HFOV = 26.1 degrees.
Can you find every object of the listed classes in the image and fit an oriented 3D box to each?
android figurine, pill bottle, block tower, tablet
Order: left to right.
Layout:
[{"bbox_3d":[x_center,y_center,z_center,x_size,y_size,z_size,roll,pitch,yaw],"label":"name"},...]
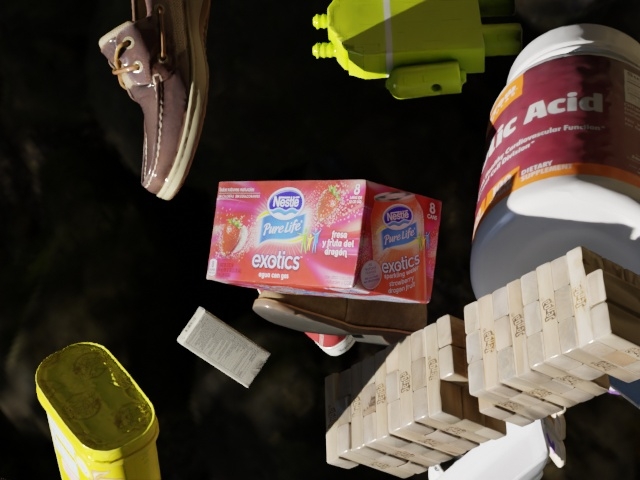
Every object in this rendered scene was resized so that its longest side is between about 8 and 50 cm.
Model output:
[{"bbox_3d":[0.124,-0.281,1.817,0.056,0.272,0.248,82,-176,-47],"label":"android figurine"},{"bbox_3d":[0.147,0.116,1.219,0.097,0.091,0.335,25,141,-35],"label":"block tower"},{"bbox_3d":[0.290,-0.072,1.536,0.224,0.392,0.224,5,126,7],"label":"pill bottle"},{"bbox_3d":[0.336,0.147,1.522,0.083,0.054,0.006,37,144,19],"label":"tablet"}]

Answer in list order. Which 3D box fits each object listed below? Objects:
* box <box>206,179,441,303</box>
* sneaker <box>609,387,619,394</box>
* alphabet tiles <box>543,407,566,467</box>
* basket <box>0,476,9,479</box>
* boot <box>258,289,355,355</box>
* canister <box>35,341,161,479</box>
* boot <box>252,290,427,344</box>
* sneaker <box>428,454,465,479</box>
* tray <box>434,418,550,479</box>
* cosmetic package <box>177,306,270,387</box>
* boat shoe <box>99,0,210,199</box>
[{"bbox_3d":[0.000,0.000,1.581,0.257,0.128,0.123,2,82,47],"label":"box"},{"bbox_3d":[0.346,0.163,1.956,0.236,0.095,0.104,20,148,-16],"label":"sneaker"},{"bbox_3d":[0.343,0.230,2.284,0.278,0.021,0.284,-123,22,-54],"label":"alphabet tiles"},{"bbox_3d":[-0.408,0.333,1.546,0.227,0.204,0.154,33,-166,-6],"label":"basket"},{"bbox_3d":[-0.056,0.065,2.178,0.244,0.088,0.176,38,172,49],"label":"boot"},{"bbox_3d":[-0.193,0.191,1.237,0.126,0.073,0.170,44,150,34],"label":"canister"},{"bbox_3d":[0.032,0.080,1.927,0.112,0.305,0.115,5,85,48],"label":"boot"},{"bbox_3d":[0.244,0.391,2.084,0.235,0.090,0.095,30,131,44],"label":"sneaker"},{"bbox_3d":[0.139,0.283,1.444,0.030,0.270,0.145,46,-166,-8],"label":"tray"},{"bbox_3d":[-0.134,0.147,1.907,0.115,0.060,0.041,37,174,-16],"label":"cosmetic package"},{"bbox_3d":[-0.200,-0.216,1.617,0.123,0.123,0.342,148,127,-68],"label":"boat shoe"}]
